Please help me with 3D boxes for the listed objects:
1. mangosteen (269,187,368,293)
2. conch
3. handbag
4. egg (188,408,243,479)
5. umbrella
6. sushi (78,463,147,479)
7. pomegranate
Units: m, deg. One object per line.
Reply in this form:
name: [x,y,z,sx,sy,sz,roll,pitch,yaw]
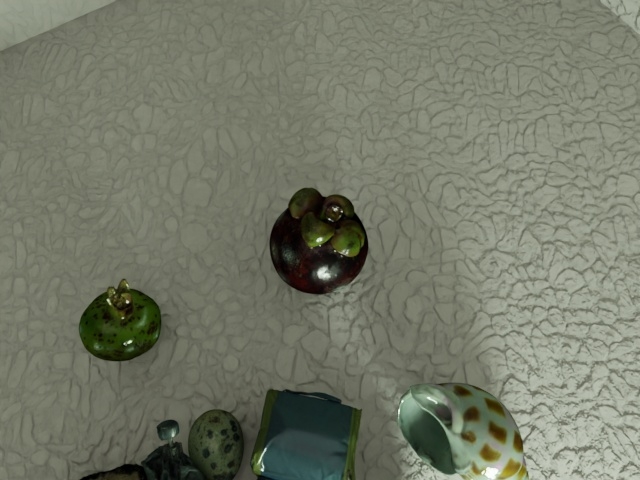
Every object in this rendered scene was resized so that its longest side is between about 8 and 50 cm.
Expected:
mangosteen: [-0.005,0.009,1.191,0.300,0.300,0.300,0,70,1]
conch: [0.375,0.500,1.053,0.249,0.197,0.368,-42,71,24]
handbag: [-0.031,0.497,1.027,0.241,0.263,0.222,11,53,3]
egg: [-0.269,0.534,1.081,0.141,0.141,0.182,-17,74,-5]
umbrella: [-0.343,0.606,0.999,0.143,0.094,0.349,-8,96,-19]
sushi: [-0.574,0.692,1.016,0.350,0.171,0.211,-18,69,-6]
pomegranate: [-0.551,0.219,1.154,0.211,0.263,0.211,13,48,-14]
